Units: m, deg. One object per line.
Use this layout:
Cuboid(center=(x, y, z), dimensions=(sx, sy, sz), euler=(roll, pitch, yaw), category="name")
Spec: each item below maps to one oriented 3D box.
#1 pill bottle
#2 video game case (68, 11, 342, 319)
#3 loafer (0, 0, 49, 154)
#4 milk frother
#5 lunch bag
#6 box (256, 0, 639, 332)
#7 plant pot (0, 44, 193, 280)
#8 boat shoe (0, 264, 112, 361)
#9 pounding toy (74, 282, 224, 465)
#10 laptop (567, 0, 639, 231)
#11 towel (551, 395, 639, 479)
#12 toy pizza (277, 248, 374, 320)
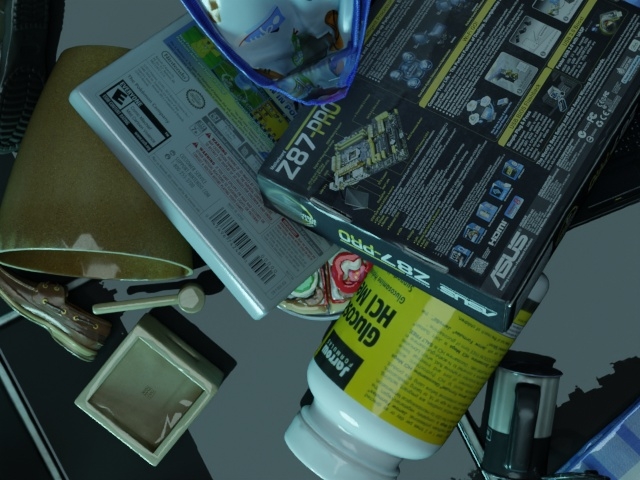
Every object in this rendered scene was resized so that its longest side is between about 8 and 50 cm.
Cuboid(center=(0.105, 0.133, 1.672), dimensions=(0.188, 0.188, 0.334), euler=(33, 97, 1), category="pill bottle")
Cuboid(center=(-0.079, -0.118, 1.650), dimensions=(0.329, 0.036, 0.300), euler=(49, 56, -1), category="video game case")
Cuboid(center=(-0.384, -0.216, 1.746), dimensions=(0.078, 0.080, 0.220), euler=(16, 99, 36), category="loafer")
Cuboid(center=(0.276, 0.225, 1.706), dimensions=(0.143, 0.129, 0.135), euler=(6, 97, -12), category="milk frother")
Cuboid(center=(-0.057, -0.371, 1.452), dimensions=(0.239, 0.328, 0.385), euler=(-18, 126, 16), category="lunch bag")
Cuboid(center=(0.165, -0.138, 1.578), dimensions=(0.318, 0.097, 0.395), euler=(28, 71, 14), category="box")
Cuboid(center=(-0.259, -0.093, 1.682), dimensions=(0.237, 0.237, 0.254), euler=(3, 79, 4), category="plant pot")
Cuboid(center=(-0.338, 0.077, 1.770), dimensions=(0.178, 0.064, 0.060), euler=(38, 92, -6), category="boat shoe")
Cuboid(center=(-0.204, 0.133, 1.742), dimensions=(0.181, 0.094, 0.206), euler=(39, 97, -4), category="pounding toy")
Cuboid(center=(0.313, -0.166, 1.652), dimensions=(0.234, 0.264, 0.136), euler=(-23, 130, 7), category="laptop")
Cuboid(center=(0.437, 0.342, 1.743), dimensions=(0.209, 0.034, 0.285), euler=(-44, 90, 6), category="towel")
Cuboid(center=(0.000, 0.000, 1.747), dimensions=(0.201, 0.032, 0.201), euler=(0, 96, 5), category="toy pizza")
